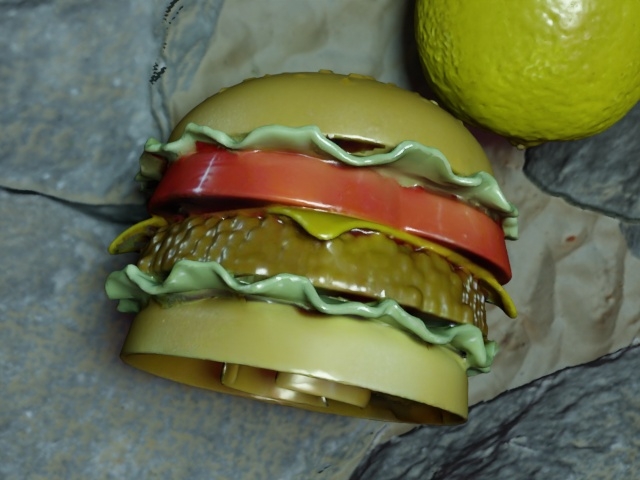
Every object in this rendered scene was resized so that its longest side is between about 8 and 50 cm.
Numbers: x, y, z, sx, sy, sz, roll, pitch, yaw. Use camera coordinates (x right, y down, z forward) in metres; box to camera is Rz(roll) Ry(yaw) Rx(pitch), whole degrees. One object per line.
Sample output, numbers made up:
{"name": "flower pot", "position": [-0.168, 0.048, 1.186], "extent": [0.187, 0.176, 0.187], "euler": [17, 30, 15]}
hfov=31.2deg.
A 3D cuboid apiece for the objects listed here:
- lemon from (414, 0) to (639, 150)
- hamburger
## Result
{"name": "lemon", "position": [0.154, -0.163, 0.798], "extent": [0.178, 0.178, 0.203], "euler": [0, 109, -17]}
{"name": "hamburger", "position": [0.000, 0.000, 0.766], "extent": [0.274, 0.274, 0.212], "euler": [16, 76, -22]}
